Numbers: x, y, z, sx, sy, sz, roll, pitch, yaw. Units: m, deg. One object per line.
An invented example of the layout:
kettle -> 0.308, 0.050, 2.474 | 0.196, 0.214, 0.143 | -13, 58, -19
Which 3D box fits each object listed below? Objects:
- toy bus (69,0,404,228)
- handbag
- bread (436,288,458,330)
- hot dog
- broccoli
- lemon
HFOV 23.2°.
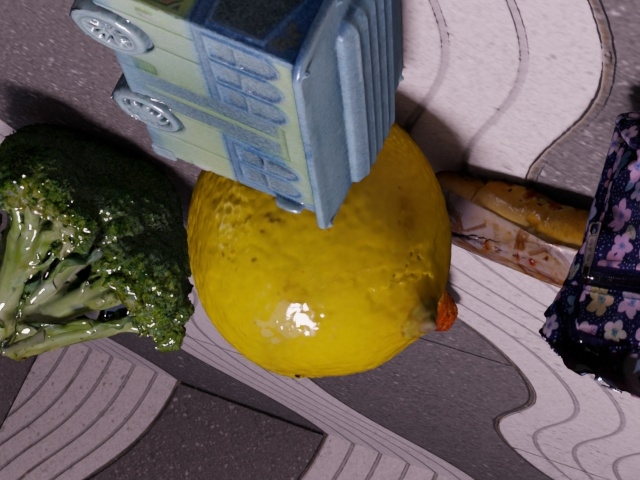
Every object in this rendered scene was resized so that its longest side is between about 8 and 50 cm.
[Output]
toy bus -> -0.044, -0.144, 1.101 | 0.190, 0.152, 0.312 | 23, 165, 10
handbag -> 0.263, 0.017, 1.046 | 0.228, 0.208, 0.127 | 11, 165, 36
bread -> 0.073, 0.054, 1.727 | 0.139, 0.095, 0.269 | 27, 171, 23
hot dog -> 0.197, -0.001, 1.385 | 0.252, 0.069, 0.131 | 21, 175, 25
broccoli -> -0.287, 0.016, 1.824 | 0.321, 0.283, 0.304 | 42, 177, 4
lemon -> -0.001, -0.007, 1.342 | 0.228, 0.253, 0.228 | -8, 148, -5
